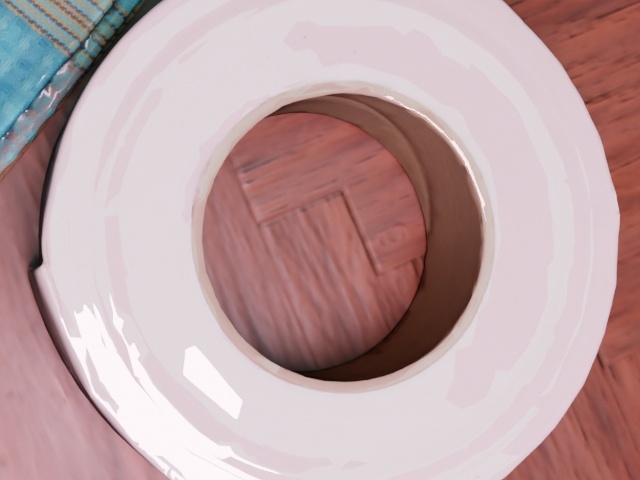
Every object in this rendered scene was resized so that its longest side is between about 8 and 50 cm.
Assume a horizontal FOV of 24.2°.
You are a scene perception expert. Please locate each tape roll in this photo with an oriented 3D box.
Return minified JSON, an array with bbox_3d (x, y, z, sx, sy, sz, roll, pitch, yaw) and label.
[{"bbox_3d":[0.000,0.000,0.751,0.286,0.100,0.286,0,89,-14],"label":"tape roll"}]

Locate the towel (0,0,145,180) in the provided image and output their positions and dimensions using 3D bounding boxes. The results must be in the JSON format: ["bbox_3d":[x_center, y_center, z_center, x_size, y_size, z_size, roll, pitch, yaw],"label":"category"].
[{"bbox_3d":[-0.188,-0.213,0.745,0.271,0.040,0.370,39,80,-10],"label":"towel"}]
